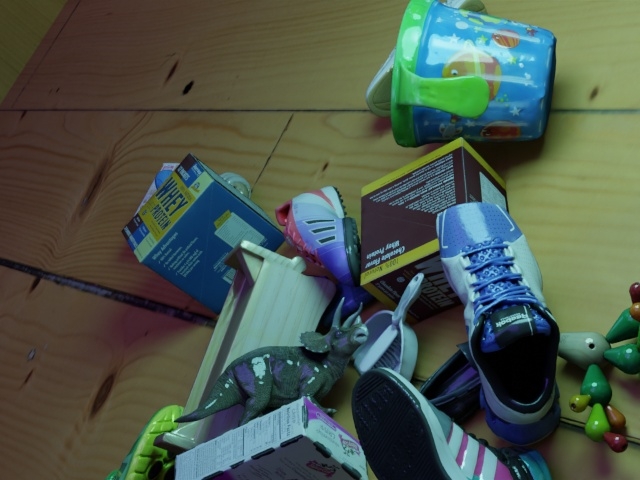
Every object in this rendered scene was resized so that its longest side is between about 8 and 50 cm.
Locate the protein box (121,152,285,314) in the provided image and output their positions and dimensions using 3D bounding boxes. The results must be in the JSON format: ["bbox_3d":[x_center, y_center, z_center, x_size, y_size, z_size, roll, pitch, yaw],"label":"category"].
[{"bbox_3d":[-0.216,-0.011,1.854,0.200,0.201,0.136,-48,36,3],"label":"protein box"}]

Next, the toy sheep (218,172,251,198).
[{"bbox_3d":[-0.183,-0.092,1.991,0.132,0.091,0.091,8,65,52],"label":"toy sheep"}]

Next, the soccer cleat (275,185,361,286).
[{"bbox_3d":[0.000,0.000,1.634,0.116,0.108,0.318,-13,24,-4],"label":"soccer cleat"}]

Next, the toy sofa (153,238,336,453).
[{"bbox_3d":[-0.122,0.197,1.624,0.150,0.177,0.362,141,150,-69],"label":"toy sofa"}]

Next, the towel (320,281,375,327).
[{"bbox_3d":[0.048,0.092,1.633,0.119,0.029,0.067,-33,39,21],"label":"towel"}]

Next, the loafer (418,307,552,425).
[{"bbox_3d":[0.219,0.163,1.350,0.223,0.078,0.076,-45,37,7],"label":"loafer"}]

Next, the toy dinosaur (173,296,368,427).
[{"bbox_3d":[-0.064,0.217,1.508,0.314,0.121,0.160,-17,61,3],"label":"toy dinosaur"}]

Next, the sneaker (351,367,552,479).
[{"bbox_3d":[0.176,0.268,1.211,0.124,0.178,0.295,-48,66,28],"label":"sneaker"}]

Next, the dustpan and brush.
[{"bbox_3d":[0.107,0.137,1.463,0.211,0.060,0.147,-56,34,18],"label":"dustpan and brush"}]

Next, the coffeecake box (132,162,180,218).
[{"bbox_3d":[-0.314,-0.070,2.121,0.142,0.068,0.185,6,64,48],"label":"coffeecake box"}]

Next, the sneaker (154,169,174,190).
[{"bbox_3d":[-0.272,-0.074,2.000,0.069,0.082,0.209,-35,65,-4],"label":"sneaker"}]

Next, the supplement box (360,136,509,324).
[{"bbox_3d":[0.172,-0.012,1.506,0.191,0.129,0.194,-26,43,30],"label":"supplement box"}]

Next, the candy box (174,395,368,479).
[{"bbox_3d":[-0.071,0.328,1.434,0.233,0.159,0.071,-27,40,22],"label":"candy box"}]

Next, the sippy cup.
[{"bbox_3d":[0.241,-0.248,1.537,0.224,0.240,0.305,8,55,14],"label":"sippy cup"}]

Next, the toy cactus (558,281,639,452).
[{"bbox_3d":[0.353,0.142,1.223,0.180,0.112,0.219,7,73,60],"label":"toy cactus"}]

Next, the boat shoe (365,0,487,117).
[{"bbox_3d":[0.179,-0.334,1.811,0.277,0.098,0.096,-43,36,-5],"label":"boat shoe"}]

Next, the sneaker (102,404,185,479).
[{"bbox_3d":[-0.320,0.404,1.686,0.123,0.109,0.295,13,70,47],"label":"sneaker"}]

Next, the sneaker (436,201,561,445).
[{"bbox_3d":[0.234,0.084,1.241,0.128,0.182,0.315,-12,69,2],"label":"sneaker"}]
